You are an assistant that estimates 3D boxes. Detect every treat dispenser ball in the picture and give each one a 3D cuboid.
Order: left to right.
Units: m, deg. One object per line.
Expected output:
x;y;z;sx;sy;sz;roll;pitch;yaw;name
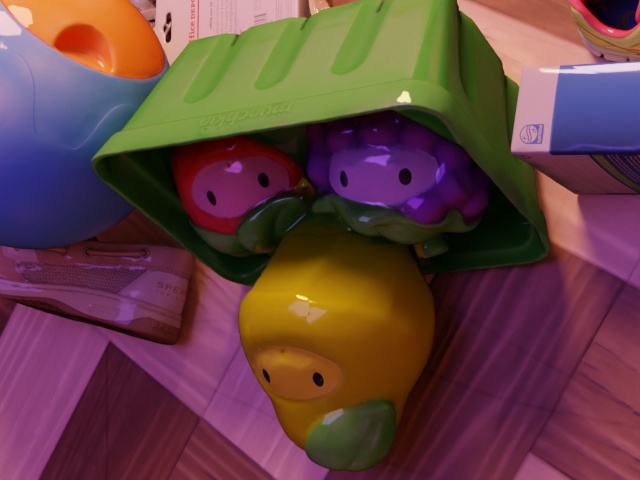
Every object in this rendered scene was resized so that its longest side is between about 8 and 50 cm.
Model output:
-0.288;-0.135;1.162;0.288;0.288;0.288;-10;72;33;treat dispenser ball

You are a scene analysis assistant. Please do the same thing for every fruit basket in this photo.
0.000;0.000;1.019;0.392;0.283;0.392;-20;50;25;fruit basket

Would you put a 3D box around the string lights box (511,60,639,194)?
0.295;-0.084;0.890;0.259;0.133;0.077;2;79;35;string lights box

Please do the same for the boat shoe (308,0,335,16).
0.032;-0.201;1.165;0.045;0.050;0.135;-33;71;20;boat shoe

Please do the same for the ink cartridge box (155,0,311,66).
-0.087;-0.232;1.236;0.181;0.061;0.104;-7;75;28;ink cartridge box

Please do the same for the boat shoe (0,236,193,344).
-0.286;0.028;1.294;0.341;0.121;0.110;12;81;27;boat shoe

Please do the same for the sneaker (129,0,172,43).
-0.191;-0.256;1.322;0.115;0.105;0.281;34;104;20;sneaker

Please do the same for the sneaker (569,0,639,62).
0.295;-0.181;0.941;0.208;0.094;0.082;7;80;35;sneaker
